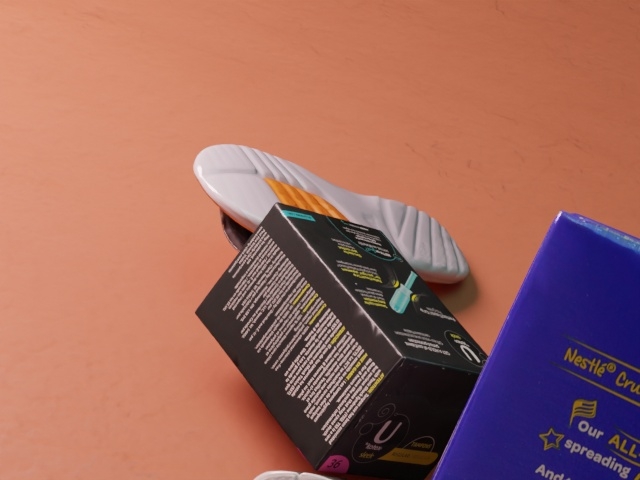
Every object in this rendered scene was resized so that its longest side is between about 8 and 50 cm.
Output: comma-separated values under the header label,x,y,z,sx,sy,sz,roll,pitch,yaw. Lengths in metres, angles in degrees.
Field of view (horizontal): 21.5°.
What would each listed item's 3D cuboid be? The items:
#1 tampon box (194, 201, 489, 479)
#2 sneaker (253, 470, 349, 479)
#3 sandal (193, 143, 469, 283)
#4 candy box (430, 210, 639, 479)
label,x,y,z,sx,sy,sz,roll,pitch,yaw
tampon box,0.019,0.070,1.133,0.120,0.101,0.161,16,27,-48
sneaker,0.028,0.181,1.078,0.157,0.061,0.065,17,9,-4
sandal,0.004,0.007,1.271,0.265,0.076,0.102,18,32,-39
candy box,0.187,0.177,0.911,0.268,0.317,0.122,25,7,8
